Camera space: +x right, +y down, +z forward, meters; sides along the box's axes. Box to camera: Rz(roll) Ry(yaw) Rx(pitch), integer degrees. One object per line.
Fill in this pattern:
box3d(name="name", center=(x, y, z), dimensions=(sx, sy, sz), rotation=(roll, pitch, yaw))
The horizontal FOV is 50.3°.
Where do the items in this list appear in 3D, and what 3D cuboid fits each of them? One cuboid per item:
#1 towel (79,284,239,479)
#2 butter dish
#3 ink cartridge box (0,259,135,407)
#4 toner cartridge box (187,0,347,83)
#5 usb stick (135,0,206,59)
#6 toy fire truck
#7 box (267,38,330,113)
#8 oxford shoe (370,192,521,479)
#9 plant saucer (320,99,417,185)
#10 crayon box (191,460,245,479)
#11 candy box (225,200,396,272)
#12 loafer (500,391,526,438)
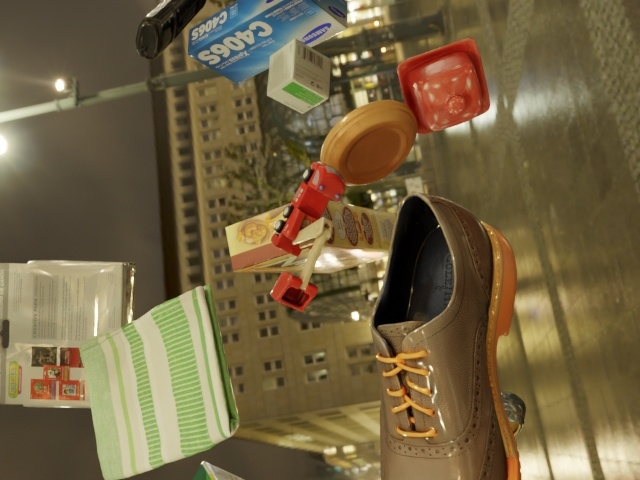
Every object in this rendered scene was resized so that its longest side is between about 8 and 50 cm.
box3d(name="towel", center=(-0.269, 0.233, 1.094), dimensions=(0.038, 0.324, 0.248), rotation=(7, -118, -53))
box3d(name="butter dish", center=(0.242, -0.272, 1.281), dimensions=(0.118, 0.159, 0.160), rotation=(-97, -12, -59))
box3d(name="ink cartridge box", center=(-0.555, 0.197, 1.489), dimensions=(0.130, 0.271, 0.310), rotation=(163, 110, -87))
box3d(name="toner cartridge box", center=(-0.124, -0.476, 1.538), dimensions=(0.165, 0.347, 0.075), rotation=(20, -118, -47))
box3d(name="usb stick", center=(-0.257, -0.401, 1.205), dimensions=(0.278, 0.045, 0.077), rotation=(-74, 1, -52))
box3d(name="toy fire truck", center=(-0.017, -0.011, 0.963), dimensions=(0.192, 0.047, 0.135), rotation=(-61, 27, 7))
box3d(name="box", center=(-0.045, -0.337, 1.406), dimensions=(0.101, 0.087, 0.102), rotation=(20, -117, -37))
box3d(name="oxford shoe", center=(0.086, 0.132, 0.584), dimensions=(0.132, 0.130, 0.364), rotation=(31, -125, -42))
box3d(name="plant saucer", center=(0.097, -0.173, 1.280), dimensions=(0.037, 0.200, 0.200), rotation=(61, 175, 33))
box3d(name="crayon box", center=(-0.155, 0.603, 1.464), dimensions=(0.081, 0.202, 0.318), rotation=(-60, 21, -8))
box3d(name="candy box", center=(0.000, 0.000, 1.252), dimensions=(0.316, 0.183, 0.088), rotation=(7, -112, -57))
box3d(name="loafer", center=(0.221, 0.287, 0.961), dimensions=(0.062, 0.170, 0.061), rotation=(35, -161, -1))
